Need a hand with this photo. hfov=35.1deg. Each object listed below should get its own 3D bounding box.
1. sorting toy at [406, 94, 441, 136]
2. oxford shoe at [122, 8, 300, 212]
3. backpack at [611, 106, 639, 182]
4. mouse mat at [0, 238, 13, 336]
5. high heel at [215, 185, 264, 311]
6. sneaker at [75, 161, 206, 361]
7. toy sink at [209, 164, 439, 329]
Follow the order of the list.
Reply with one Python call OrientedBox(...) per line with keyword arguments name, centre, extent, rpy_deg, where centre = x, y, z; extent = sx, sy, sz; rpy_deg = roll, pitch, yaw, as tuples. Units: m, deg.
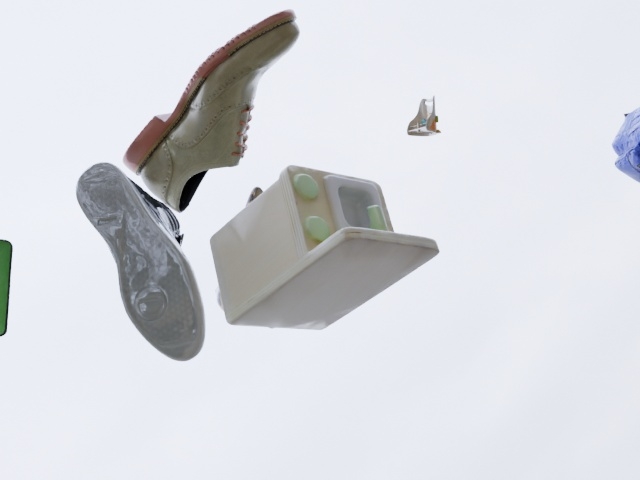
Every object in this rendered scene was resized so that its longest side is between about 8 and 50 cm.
OrientedBox(name="sorting toy", centre=(0.209, -0.245, 1.981), extent=(0.044, 0.083, 0.075), rpy_deg=(5, -93, -22))
OrientedBox(name="oxford shoe", centre=(-0.147, -0.202, 1.611), extent=(0.397, 0.146, 0.140), rpy_deg=(-42, -5, 32))
OrientedBox(name="backpack", centre=(0.472, -0.136, 1.403), extent=(0.120, 0.098, 0.101), rpy_deg=(125, 170, -72))
OrientedBox(name="mouse mat", centre=(-0.586, 0.071, 1.654), extent=(0.152, 0.190, 0.007), rpy_deg=(7, -34, -20))
OrientedBox(name="high heel", centre=(-0.148, 0.021, 1.841), extent=(0.093, 0.186, 0.261), rpy_deg=(-14, -71, -36))
OrientedBox(name="sneaker", centre=(-0.211, 0.034, 1.350), extent=(0.104, 0.296, 0.147), rpy_deg=(-34, -20, 7))
OrientedBox(name="toy sink", centre=(0.000, 0.000, 1.204), extent=(0.152, 0.131, 0.234), rpy_deg=(7, -31, -39))
